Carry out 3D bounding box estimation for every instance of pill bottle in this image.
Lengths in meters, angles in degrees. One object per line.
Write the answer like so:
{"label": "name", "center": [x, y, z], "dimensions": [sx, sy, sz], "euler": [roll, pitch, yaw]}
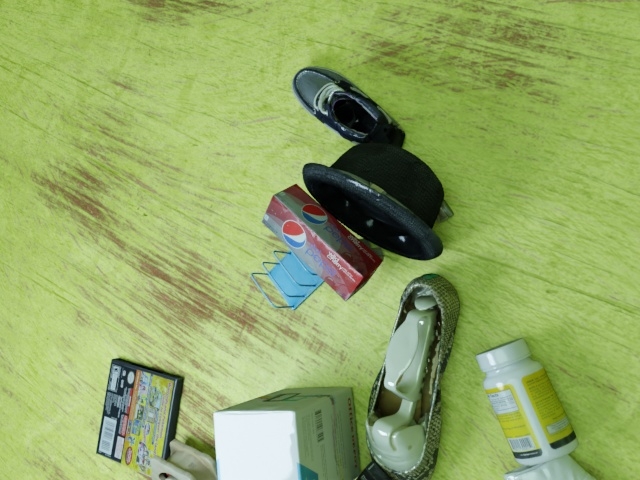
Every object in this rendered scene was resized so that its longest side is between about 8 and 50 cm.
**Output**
{"label": "pill bottle", "center": [0.384, 0.300, 0.981], "dimensions": [0.119, 0.119, 0.209], "euler": [-26, 74, 21]}

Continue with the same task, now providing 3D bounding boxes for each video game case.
{"label": "video game case", "center": [-0.505, 0.490, 1.439], "dimensions": [0.248, 0.035, 0.275], "euler": [7, 87, 26]}

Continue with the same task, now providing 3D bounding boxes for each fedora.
{"label": "fedora", "center": [0.131, -0.100, 1.073], "dimensions": [0.334, 0.334, 0.152], "euler": [30, 78, 25]}

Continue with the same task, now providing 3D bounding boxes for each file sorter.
{"label": "file sorter", "center": [-0.061, 0.067, 1.228], "dimensions": [0.170, 0.104, 0.118], "euler": [-44, 69, 15]}

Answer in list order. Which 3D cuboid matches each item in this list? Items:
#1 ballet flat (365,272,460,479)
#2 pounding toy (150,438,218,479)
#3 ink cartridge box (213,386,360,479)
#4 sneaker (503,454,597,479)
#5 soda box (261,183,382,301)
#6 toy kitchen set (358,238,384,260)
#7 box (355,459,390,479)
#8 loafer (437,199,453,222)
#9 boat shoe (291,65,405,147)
{"label": "ballet flat", "center": [0.169, 0.302, 1.050], "dimensions": [0.164, 0.182, 0.483], "euler": [11, 90, 28]}
{"label": "pounding toy", "center": [-0.287, 0.590, 1.305], "dimensions": [0.269, 0.155, 0.154], "euler": [7, 117, 35]}
{"label": "ink cartridge box", "center": [-0.061, 0.434, 1.099], "dimensions": [0.197, 0.270, 0.198], "euler": [-10, 81, 26]}
{"label": "sneaker", "center": [0.391, 0.523, 0.971], "dimensions": [0.292, 0.108, 0.169], "euler": [-45, 66, 5]}
{"label": "soda box", "center": [0.000, 0.000, 1.115], "dimensions": [0.263, 0.083, 0.092], "euler": [42, 133, 13]}
{"label": "toy kitchen set", "center": [0.096, 0.045, 1.200], "dimensions": [0.083, 0.075, 0.068], "euler": [-5, 39, -6]}
{"label": "box", "center": [0.121, 0.539, 1.083], "dimensions": [0.116, 0.029, 0.162], "euler": [43, 141, 23]}
{"label": "loafer", "center": [0.240, -0.095, 1.133], "dimensions": [0.039, 0.045, 0.125], "euler": [-39, 72, 24]}
{"label": "boat shoe", "center": [0.038, -0.321, 1.188], "dimensions": [0.340, 0.158, 0.127], "euler": [38, 101, 24]}
